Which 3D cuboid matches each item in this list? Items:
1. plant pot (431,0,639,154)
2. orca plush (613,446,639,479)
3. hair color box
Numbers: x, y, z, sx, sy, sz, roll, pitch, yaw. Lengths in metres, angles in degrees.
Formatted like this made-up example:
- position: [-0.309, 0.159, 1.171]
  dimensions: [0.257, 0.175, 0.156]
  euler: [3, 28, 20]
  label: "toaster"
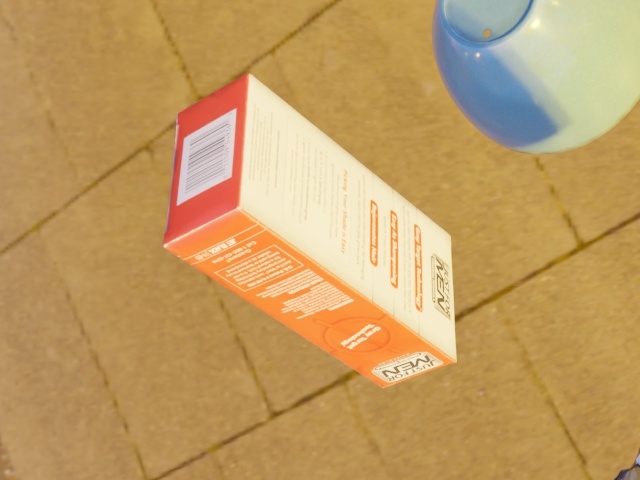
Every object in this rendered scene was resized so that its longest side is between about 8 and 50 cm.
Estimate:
- position: [0.253, -0.272, 1.618]
  dimensions: [0.290, 0.195, 0.290]
  euler: [-9, 73, 33]
  label: "plant pot"
- position: [0.353, 0.313, 1.303]
  dimensions: [0.102, 0.151, 0.287]
  euler: [123, 141, -68]
  label: "orca plush"
- position: [0.000, 0.000, 0.544]
  dimensions: [0.043, 0.141, 0.072]
  euler: [-25, 46, 32]
  label: "hair color box"
